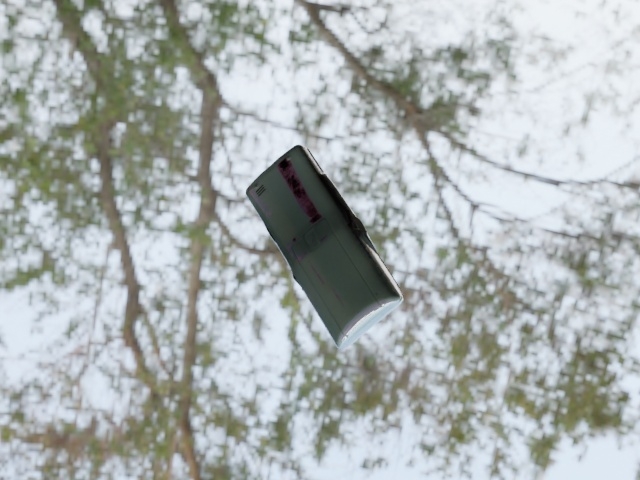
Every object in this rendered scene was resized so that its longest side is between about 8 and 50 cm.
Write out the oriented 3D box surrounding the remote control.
[{"bbox_3d":[0.000,0.000,0.915,0.029,0.065,0.166,28,-155,-55],"label":"remote control"}]
